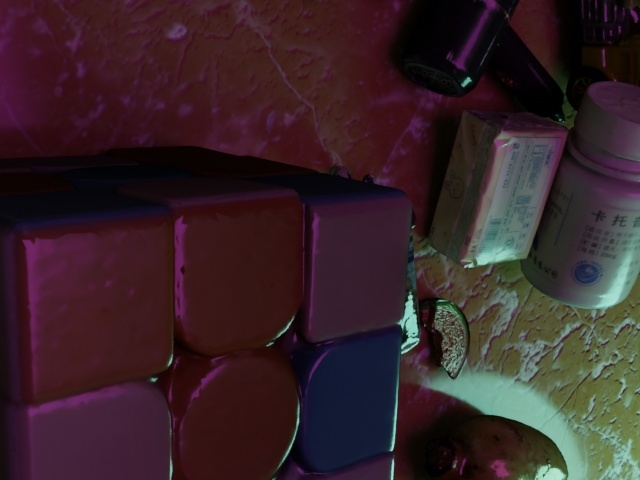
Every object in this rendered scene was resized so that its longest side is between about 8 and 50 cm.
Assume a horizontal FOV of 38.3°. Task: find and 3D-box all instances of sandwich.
[{"bbox_3d":[0.176,0.132,1.293,0.067,0.029,0.135,-31,120,-25],"label":"sandwich"}]

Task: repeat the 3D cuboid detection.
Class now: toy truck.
[{"bbox_3d":[0.473,-0.358,1.294,0.181,0.254,0.405,-28,120,-38],"label":"toy truck"}]

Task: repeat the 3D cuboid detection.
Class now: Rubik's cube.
[{"bbox_3d":[-0.164,0.107,0.793,0.344,0.346,0.347,-6,103,-38],"label":"Rubik's cube"}]

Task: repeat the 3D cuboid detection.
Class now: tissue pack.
[{"bbox_3d":[0.235,-0.072,1.233,0.148,0.092,0.196,-4,119,-39],"label":"tissue pack"}]

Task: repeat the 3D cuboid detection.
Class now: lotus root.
[{"bbox_3d":[0.255,0.335,1.332,0.284,0.146,0.160,24,66,-38],"label":"lotus root"}]

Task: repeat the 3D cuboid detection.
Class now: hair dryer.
[{"bbox_3d":[0.252,-0.226,1.240,0.352,0.107,0.189,35,80,-45],"label":"hair dryer"}]

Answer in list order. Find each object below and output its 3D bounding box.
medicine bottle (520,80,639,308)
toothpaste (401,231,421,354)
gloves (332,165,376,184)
[{"bbox_3d":[0.393,-0.062,1.286,0.170,0.170,0.293,-18,132,-36],"label":"medicine bottle"},{"bbox_3d":[0.107,0.054,1.214,0.062,0.037,0.216,-24,119,-36],"label":"toothpaste"},{"bbox_3d":[0.003,0.000,1.071,0.212,0.111,0.127,-44,120,-15],"label":"gloves"}]
